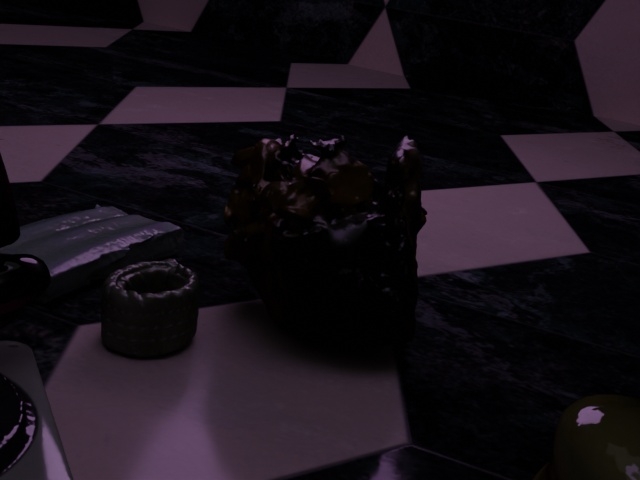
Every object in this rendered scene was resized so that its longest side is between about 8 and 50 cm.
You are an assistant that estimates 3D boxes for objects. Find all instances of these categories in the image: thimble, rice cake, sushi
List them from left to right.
[{"bbox_3d":[-0.253,0.008,1.095,0.127,0.043,0.237,17,21,22],"label":"rice cake"},{"bbox_3d":[-0.154,0.059,0.947,0.085,0.062,0.110,9,18,8],"label":"thimble"},{"bbox_3d":[0.000,-0.007,1.007,0.204,0.199,0.213,2,12,6],"label":"sushi"}]

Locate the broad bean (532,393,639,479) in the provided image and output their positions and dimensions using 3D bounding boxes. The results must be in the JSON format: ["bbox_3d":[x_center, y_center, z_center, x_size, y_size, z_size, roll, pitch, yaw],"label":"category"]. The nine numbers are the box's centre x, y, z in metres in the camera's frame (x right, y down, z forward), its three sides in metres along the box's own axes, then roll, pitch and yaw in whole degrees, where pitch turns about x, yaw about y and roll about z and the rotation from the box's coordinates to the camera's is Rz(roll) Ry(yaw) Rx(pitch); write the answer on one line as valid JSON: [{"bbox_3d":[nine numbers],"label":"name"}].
[{"bbox_3d":[0.249,0.189,0.634,0.263,0.121,0.189,22,14,29],"label":"broad bean"}]

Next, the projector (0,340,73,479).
[{"bbox_3d":[-0.296,0.131,0.640,0.257,0.079,0.259,-1,18,-23],"label":"projector"}]

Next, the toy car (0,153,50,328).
[{"bbox_3d":[-0.366,-0.033,0.763,0.240,0.271,0.341,-20,-7,-28],"label":"toy car"}]
